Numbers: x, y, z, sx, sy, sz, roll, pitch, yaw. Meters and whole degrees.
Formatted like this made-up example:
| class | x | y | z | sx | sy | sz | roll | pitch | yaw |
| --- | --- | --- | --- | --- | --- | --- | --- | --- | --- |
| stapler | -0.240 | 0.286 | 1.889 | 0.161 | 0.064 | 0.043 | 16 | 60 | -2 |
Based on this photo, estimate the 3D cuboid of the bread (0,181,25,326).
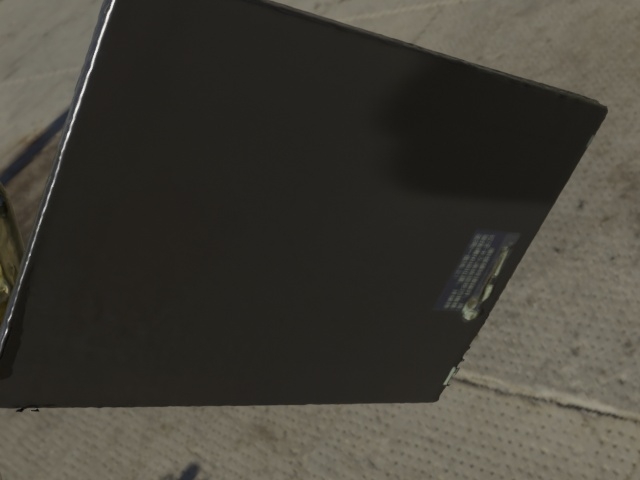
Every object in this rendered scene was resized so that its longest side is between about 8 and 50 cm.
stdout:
| class | x | y | z | sx | sy | sz | roll | pitch | yaw |
| --- | --- | --- | --- | --- | --- | --- | --- | --- | --- |
| bread | -0.306 | 0.014 | 0.593 | 0.262 | 0.204 | 0.162 | 3 | 29 | 40 |

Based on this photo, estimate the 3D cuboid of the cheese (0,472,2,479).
| class | x | y | z | sx | sy | sz | roll | pitch | yaw |
| --- | --- | --- | --- | --- | --- | --- | --- | --- | --- |
| cheese | -0.542 | 0.260 | 1.005 | 0.130 | 0.351 | 0.328 | 1 | 17 | 41 |

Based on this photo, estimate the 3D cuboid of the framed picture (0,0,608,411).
| class | x | y | z | sx | sy | sz | roll | pitch | yaw |
| --- | --- | --- | --- | --- | --- | --- | --- | --- | --- |
| framed picture | 0.000 | 0.000 | 0.532 | 0.014 | 0.339 | 0.255 | 51 | 125 | 45 |
